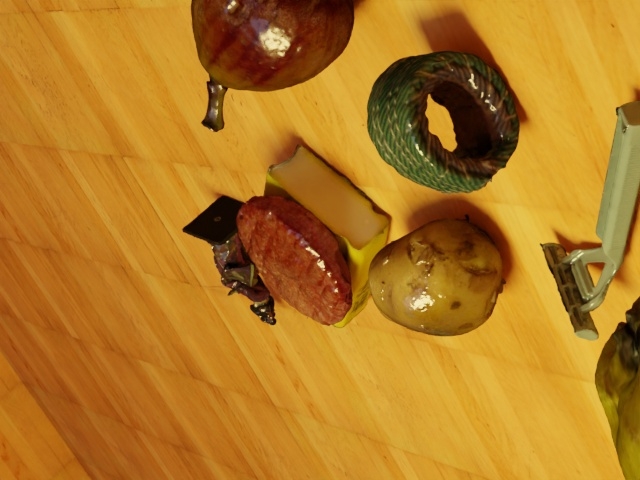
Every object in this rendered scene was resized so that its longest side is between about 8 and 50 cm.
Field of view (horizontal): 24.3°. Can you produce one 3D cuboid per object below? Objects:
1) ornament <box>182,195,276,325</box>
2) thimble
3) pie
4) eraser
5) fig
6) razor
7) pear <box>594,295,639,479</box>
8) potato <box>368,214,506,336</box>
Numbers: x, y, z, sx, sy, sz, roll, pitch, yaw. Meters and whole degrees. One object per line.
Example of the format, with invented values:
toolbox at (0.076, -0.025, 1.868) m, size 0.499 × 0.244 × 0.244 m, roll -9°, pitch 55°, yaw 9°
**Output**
ornament at (-0.113, 0.039, 2.042) m, size 0.081 × 0.088 × 0.203 m, roll 28°, pitch 150°, yaw 39°
thimble at (0.116, -0.115, 1.416) m, size 0.135 × 0.118 × 0.090 m, roll 40°, pitch 164°, yaw -22°
pie at (-0.030, 0.022, 1.761) m, size 0.182 × 0.049 × 0.182 m, roll 39°, pitch 153°, yaw 24°
eraser at (0.000, 0.000, 1.821) m, size 0.158 × 0.069 × 0.226 m, roll 40°, pitch 154°, yaw 14°
fig at (-0.069, -0.206, 1.527) m, size 0.170 × 0.145 × 0.274 m, roll 45°, pitch 140°, yaw 7°
razor at (0.271, -0.028, 1.380) m, size 0.278 × 0.056 × 0.111 m, roll 99°, pitch 161°, yaw -52°
pear at (0.408, 0.148, 1.080) m, size 0.413 × 0.352 × 0.352 m, roll 33°, pitch 152°, yaw 20°
potato at (0.125, 0.045, 1.626) m, size 0.137 × 0.137 × 0.176 m, roll 48°, pitch 157°, yaw -1°
